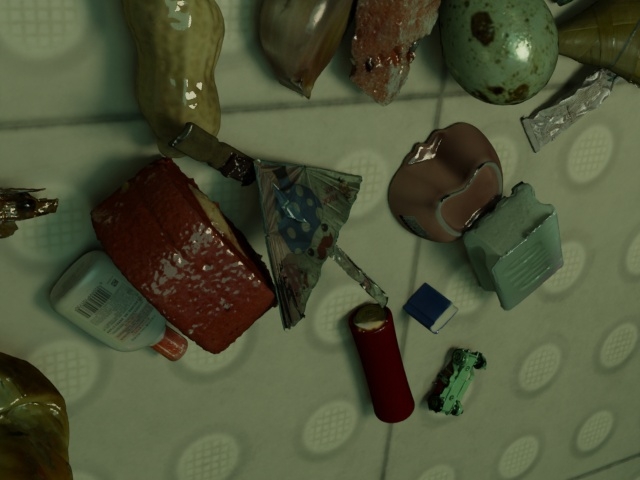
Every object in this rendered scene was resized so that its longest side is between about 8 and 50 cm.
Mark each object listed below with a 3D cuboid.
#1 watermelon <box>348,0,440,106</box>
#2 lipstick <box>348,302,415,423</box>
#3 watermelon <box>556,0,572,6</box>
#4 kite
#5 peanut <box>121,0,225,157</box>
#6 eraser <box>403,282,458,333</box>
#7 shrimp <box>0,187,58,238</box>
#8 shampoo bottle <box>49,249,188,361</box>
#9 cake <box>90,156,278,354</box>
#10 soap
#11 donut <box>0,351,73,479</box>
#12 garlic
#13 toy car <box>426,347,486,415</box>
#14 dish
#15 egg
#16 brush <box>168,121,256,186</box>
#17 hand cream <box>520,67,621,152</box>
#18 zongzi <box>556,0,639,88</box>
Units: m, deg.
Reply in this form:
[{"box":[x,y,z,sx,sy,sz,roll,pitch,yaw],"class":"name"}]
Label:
[{"box":[0.099,-0.305,1.188,0.154,0.094,0.241,-31,146,-48],"class":"watermelon"},{"box":[0.111,0.220,1.500,0.080,0.080,0.241,-29,126,-16],"class":"lipstick"},{"box":[0.400,-0.423,1.363,0.084,0.072,0.092,-29,166,-30],"class":"watermelon"},{"box":[0.000,0.000,1.231,0.314,0.011,0.335,48,45,-24],"class":"kite"},{"box":[-0.175,-0.224,1.059,0.123,0.123,0.257,-20,126,-22],"class":"peanut"},{"box":[0.193,0.120,1.494,0.063,0.084,0.027,-46,128,-4],"class":"eraser"},{"box":[-0.462,0.006,1.033,0.287,0.063,0.152,-11,122,-24],"class":"shrimp"},{"box":[-0.276,0.107,1.212,0.108,0.051,0.221,-48,130,-3],"class":"shampoo bottle"},{"box":[-0.172,0.025,1.151,0.151,0.177,0.283,-41,128,-4],"class":"cake"},{"box":[0.340,0.018,1.468,0.150,0.094,0.261,-44,153,-2],"class":"soap"},{"box":[-0.456,0.261,1.010,0.360,0.360,0.170,27,114,-39],"class":"donut"},{"box":[0.010,-0.332,1.138,0.128,0.148,0.267,39,96,-3],"class":"garlic"},{"box":[0.261,0.272,1.639,0.073,0.054,0.143,17,103,-35],"class":"toy car"},{"box":[0.226,-0.082,1.403,0.213,0.090,0.213,-15,122,-25],"class":"dish"},{"box":[0.259,-0.309,1.257,0.169,0.169,0.231,-37,117,-10],"class":"egg"},{"box":[-0.130,-0.109,1.113,0.043,0.036,0.248,-55,165,2],"class":"brush"},{"box":[0.464,-0.262,1.489,0.257,0.050,0.084,-42,132,-3],"class":"hand cream"},{"box":[0.483,-0.394,1.416,0.256,0.115,0.228,14,83,0],"class":"zongzi"}]
